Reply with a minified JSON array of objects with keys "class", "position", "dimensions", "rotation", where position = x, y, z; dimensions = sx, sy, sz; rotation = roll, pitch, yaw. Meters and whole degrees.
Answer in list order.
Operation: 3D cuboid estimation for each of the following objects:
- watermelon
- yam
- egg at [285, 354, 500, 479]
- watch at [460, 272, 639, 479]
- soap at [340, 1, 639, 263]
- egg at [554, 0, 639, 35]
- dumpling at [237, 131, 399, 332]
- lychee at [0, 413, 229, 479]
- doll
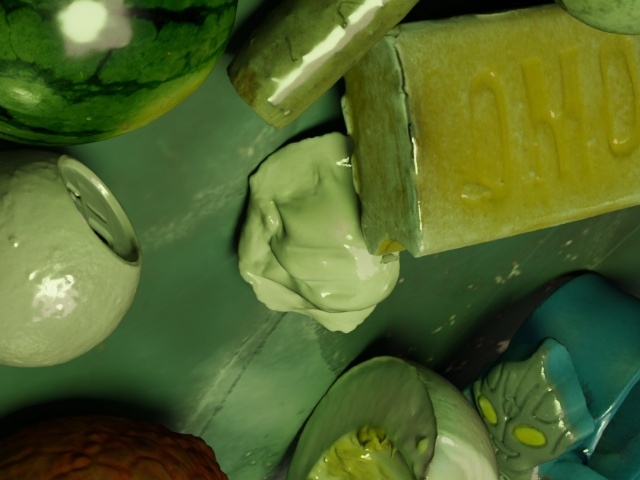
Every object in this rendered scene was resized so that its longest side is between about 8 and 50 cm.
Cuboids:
[{"class":"watermelon","position":[-0.144,-0.129,0.836],"dimensions":[0.232,0.127,0.204],"rotation":[3,134,-37]},{"class":"yam","position":[0.085,-0.220,0.972],"dimensions":[0.371,0.083,0.083],"rotation":[-43,146,8]},{"class":"egg","position":[0.086,0.228,1.374],"dimensions":[0.161,0.206,0.271],"rotation":[23,132,-25]},{"class":"watch","position":[0.257,0.148,1.489],"dimensions":[0.274,0.241,0.305],"rotation":[-39,148,-27]},{"class":"soap","position":[0.152,-0.091,1.115],"dimensions":[0.274,0.089,0.173],"rotation":[-14,99,-32]},{"class":"egg","position":[0.237,-0.218,1.055],"dimensions":[0.181,0.141,0.141],"rotation":[-6,137,-32]},{"class":"dumpling","position":[0.000,0.000,1.149],"dimensions":[0.127,0.108,0.188],"rotation":[-4,128,-11]},{"class":"lychee","position":[-0.184,0.262,1.169],"dimensions":[0.300,0.255,0.255],"rotation":[-60,171,-48]},{"class":"doll","position":[-0.254,0.058,0.968],"dimensions":[0.287,0.151,0.151],"rotation":[-35,148,11]}]
